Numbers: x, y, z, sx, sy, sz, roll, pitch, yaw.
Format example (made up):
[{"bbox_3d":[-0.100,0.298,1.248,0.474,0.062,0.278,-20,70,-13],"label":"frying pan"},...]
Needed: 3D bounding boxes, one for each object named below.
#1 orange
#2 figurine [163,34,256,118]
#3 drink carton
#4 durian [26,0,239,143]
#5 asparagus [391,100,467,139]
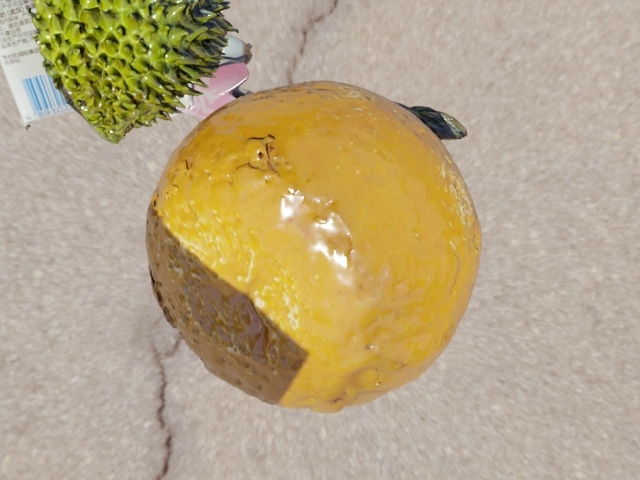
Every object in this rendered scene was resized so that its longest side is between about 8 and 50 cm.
[{"bbox_3d":[0.000,0.000,1.064,0.340,0.293,0.341,16,123,27],"label":"orange"},{"bbox_3d":[-0.145,-0.233,1.371,0.260,0.103,0.205,39,52,2],"label":"figurine"},{"bbox_3d":[-0.298,-0.305,1.087,0.132,0.325,0.194,-17,44,-7],"label":"drink carton"},{"bbox_3d":[-0.118,-0.170,0.755,0.095,0.221,0.137,-25,111,26],"label":"durian"},{"bbox_3d":[0.082,-0.139,1.144,0.165,0.036,0.030,15,53,1],"label":"asparagus"}]
